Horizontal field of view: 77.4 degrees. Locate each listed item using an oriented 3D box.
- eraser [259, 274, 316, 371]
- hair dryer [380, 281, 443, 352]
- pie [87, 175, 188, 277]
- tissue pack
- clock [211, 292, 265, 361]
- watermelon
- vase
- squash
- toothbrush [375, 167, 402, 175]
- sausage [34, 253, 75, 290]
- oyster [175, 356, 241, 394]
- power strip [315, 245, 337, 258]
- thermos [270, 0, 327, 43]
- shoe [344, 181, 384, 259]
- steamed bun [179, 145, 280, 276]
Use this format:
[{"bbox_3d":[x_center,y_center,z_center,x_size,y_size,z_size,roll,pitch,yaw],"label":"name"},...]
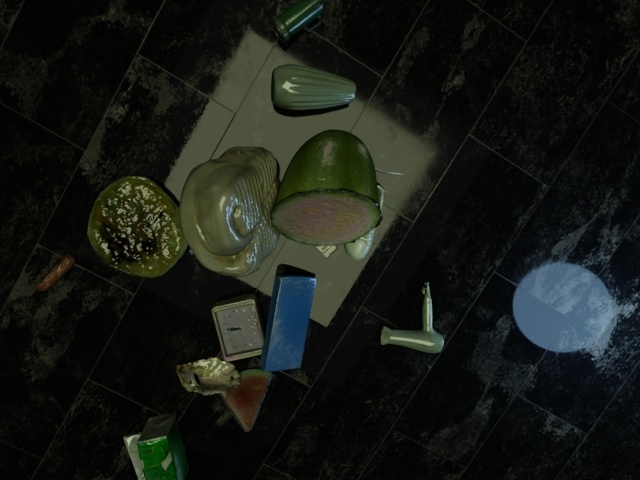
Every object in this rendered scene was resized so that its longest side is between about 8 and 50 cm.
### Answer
[{"bbox_3d":[-0.104,0.263,1.288,0.144,0.043,0.311,6,97,-37],"label":"eraser"},{"bbox_3d":[0.320,0.252,1.351,0.207,0.075,0.237,10,90,1],"label":"hair dryer"},{"bbox_3d":[-0.568,-0.030,1.236,0.323,0.070,0.323,0,99,-2],"label":"pie"},{"bbox_3d":[-0.536,0.705,1.307,0.156,0.148,0.208,-10,99,-4],"label":"tissue pack"},{"bbox_3d":[-0.262,0.283,1.302,0.147,0.071,0.191,-11,100,-2],"label":"clock"},{"bbox_3d":[-0.217,0.531,1.309,0.207,0.202,0.136,-37,137,4],"label":"watermelon"},{"bbox_3d":[-0.019,-0.449,1.186,0.248,0.128,0.128,-1,99,-13],"label":"vase"},{"bbox_3d":[0.012,-0.184,1.150,0.311,0.310,0.308,0,64,-4],"label":"squash"},{"bbox_3d":[0.202,-0.224,1.288,0.131,0.011,0.013,8,85,-5],"label":"toothbrush"},{"bbox_3d":[-0.832,0.105,1.255,0.158,0.042,0.036,-41,137,5],"label":"sausage"},{"bbox_3d":[-0.368,0.456,1.311,0.209,0.132,0.072,-3,136,-14],"label":"oyster"},{"bbox_3d":[0.000,0.000,1.297,0.056,0.032,0.123,-41,100,4],"label":"power strip"},{"bbox_3d":[-0.050,-0.663,1.173,0.188,0.073,0.083,-37,98,2],"label":"thermos"},{"bbox_3d":[0.139,-0.062,1.260,0.095,0.110,0.264,11,95,-6],"label":"shoe"},{"bbox_3d":[-0.256,-0.094,1.131,0.255,0.367,0.342,9,128,19],"label":"steamed bun"}]
